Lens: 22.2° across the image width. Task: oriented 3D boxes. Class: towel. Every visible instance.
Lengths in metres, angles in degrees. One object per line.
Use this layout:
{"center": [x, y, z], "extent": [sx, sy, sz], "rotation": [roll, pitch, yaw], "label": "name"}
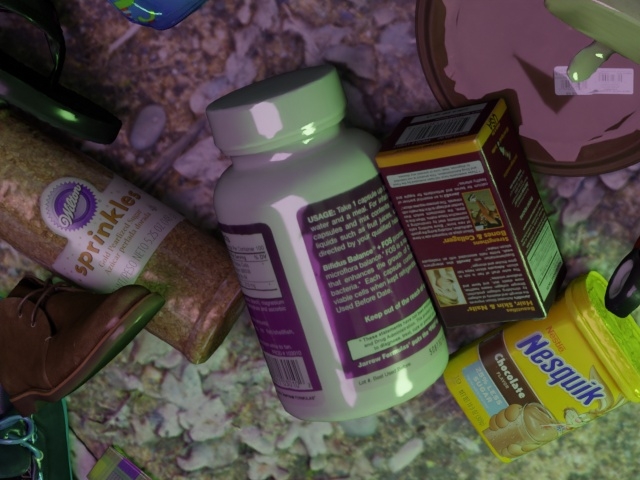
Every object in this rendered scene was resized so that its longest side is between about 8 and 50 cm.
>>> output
{"center": [-0.207, 0.263, 1.749], "extent": [0.083, 0.009, 0.060], "rotation": [40, 117, 2], "label": "towel"}

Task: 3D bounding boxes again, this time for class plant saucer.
{"center": [0.214, -0.184, 1.429], "extent": [0.278, 0.041, 0.278], "rotation": [6, 111, 15], "label": "plant saucer"}

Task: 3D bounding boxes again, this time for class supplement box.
{"center": [0.138, -0.022, 1.463], "extent": [0.104, 0.081, 0.188], "rotation": [-8, 118, 31], "label": "supplement box"}

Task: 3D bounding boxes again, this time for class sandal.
{"center": [-0.366, -0.244, 1.540], "extent": [0.446, 0.167, 0.107], "rotation": [35, 99, 3], "label": "sandal"}

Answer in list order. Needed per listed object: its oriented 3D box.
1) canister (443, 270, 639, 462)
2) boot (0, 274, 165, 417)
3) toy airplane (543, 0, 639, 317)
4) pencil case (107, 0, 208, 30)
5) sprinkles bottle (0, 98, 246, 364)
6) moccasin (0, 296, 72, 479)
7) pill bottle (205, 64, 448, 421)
{"center": [0.214, 0.122, 1.522], "extent": [0.170, 0.073, 0.126], "rotation": [-32, 96, 27], "label": "canister"}
{"center": [-0.249, 0.083, 1.538], "extent": [0.115, 0.112, 0.305], "rotation": [55, 145, -5], "label": "boot"}
{"center": [0.396, -0.085, 1.276], "extent": [0.384, 0.272, 0.386], "rotation": [2, 143, 29], "label": "toy airplane"}
{"center": [-0.067, -0.291, 1.437], "extent": [0.306, 0.119, 0.133], "rotation": [-23, 78, 25], "label": "pencil case"}
{"center": [-0.234, -0.019, 1.593], "extent": [0.355, 0.121, 0.121], "rotation": [32, 116, 5], "label": "sprinkles bottle"}
{"center": [-0.327, 0.224, 1.714], "extent": [0.137, 0.117, 0.342], "rotation": [-11, 105, 22], "label": "moccasin"}
{"center": [0.000, 0.000, 1.496], "extent": [0.169, 0.169, 0.301], "rotation": [-12, 105, 22], "label": "pill bottle"}
